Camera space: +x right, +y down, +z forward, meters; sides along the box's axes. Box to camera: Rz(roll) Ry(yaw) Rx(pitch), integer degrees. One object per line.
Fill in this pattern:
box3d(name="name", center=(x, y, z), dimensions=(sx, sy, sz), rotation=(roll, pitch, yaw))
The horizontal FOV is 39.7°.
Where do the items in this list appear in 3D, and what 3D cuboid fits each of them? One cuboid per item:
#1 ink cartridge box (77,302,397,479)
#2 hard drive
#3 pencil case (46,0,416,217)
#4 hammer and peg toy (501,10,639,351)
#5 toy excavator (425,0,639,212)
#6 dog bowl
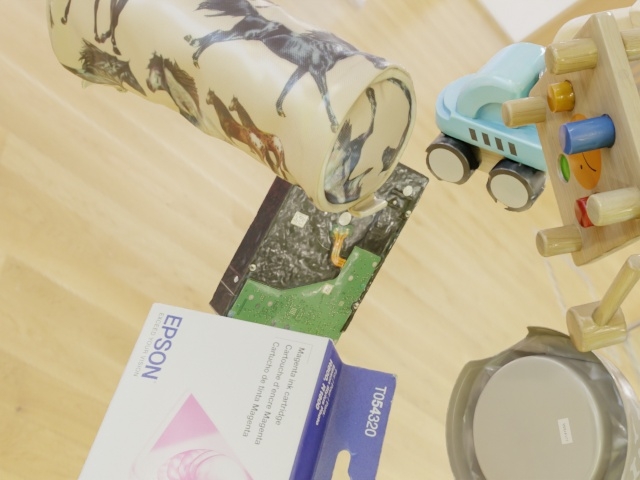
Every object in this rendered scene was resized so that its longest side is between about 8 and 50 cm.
box3d(name="ink cartridge box", center=(-0.097, 0.247, 1.048), dimensions=(0.071, 0.330, 0.324), rotation=(87, 16, -52))
box3d(name="hard drive", center=(0.000, 0.000, 1.402), dimensions=(0.237, 0.338, 0.064), rotation=(22, 9, -37))
box3d(name="pencil case", center=(-0.097, -0.176, 0.944), dimensions=(0.410, 0.183, 0.160), rotation=(30, 54, 21))
box3d(name="hammer and peg toy", center=(0.345, -0.061, 1.065), dimensions=(0.266, 0.128, 0.361), rotation=(107, -29, -76))
box3d(name="toy excavator", center=(0.414, -0.277, 1.629), dimensions=(0.222, 0.433, 0.445), rotation=(-46, 147, -32))
box3d(name="dog bowl", center=(0.371, 0.317, 1.456), dimensions=(0.102, 0.349, 0.348), rotation=(12, 48, -41))
